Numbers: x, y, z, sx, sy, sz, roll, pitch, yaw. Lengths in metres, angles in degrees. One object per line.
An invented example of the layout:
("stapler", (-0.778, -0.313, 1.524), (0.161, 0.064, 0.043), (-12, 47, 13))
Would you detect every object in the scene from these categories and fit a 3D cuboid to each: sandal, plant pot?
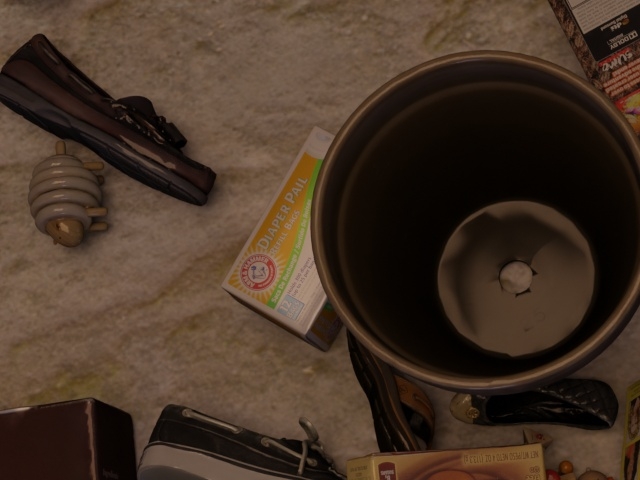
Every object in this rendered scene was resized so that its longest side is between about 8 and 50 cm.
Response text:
("sandal", (0.084, 0.173, 1.843), (0.060, 0.090, 0.219), (-15, 65, -13))
("plant pot", (0.175, 0.008, 1.746), (0.323, 0.280, 0.323), (-3, 76, 12))

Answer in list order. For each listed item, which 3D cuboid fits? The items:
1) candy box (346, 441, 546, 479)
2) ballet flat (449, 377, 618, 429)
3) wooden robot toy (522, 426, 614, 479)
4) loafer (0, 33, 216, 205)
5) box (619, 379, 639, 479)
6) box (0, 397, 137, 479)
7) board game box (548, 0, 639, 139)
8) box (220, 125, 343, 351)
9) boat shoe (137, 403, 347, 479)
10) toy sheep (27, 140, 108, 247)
("candy box", (0.135, 0.361, 1.717), (0.182, 0.087, 0.316), (-2, 80, -18))
("ballet flat", (0.217, 0.169, 1.811), (0.173, 0.057, 0.049), (-3, 34, 11))
("wooden robot toy", (0.262, 0.261, 1.777), (0.079, 0.076, 0.173), (-17, 73, -2))
("loafer", (-0.235, -0.142, 1.976), (0.302, 0.109, 0.095), (28, 80, 21))
("box", (0.338, 0.252, 1.724), (0.087, 0.058, 0.232), (16, 64, -11))
("box", (-0.288, 0.370, 1.843), (0.191, 0.143, 0.381), (-9, 76, 11))
("board game box", (0.398, -0.173, 1.783), (0.232, 0.141, 0.291), (-28, 65, 13))
("box", (0.000, 0.000, 1.883), (0.114, 0.103, 0.203), (28, 84, 18))
("boat shoe", (-0.030, 0.246, 1.828), (0.306, 0.113, 0.105), (14, 56, 8))
("toy sheep", (-0.283, -0.052, 1.976), (0.091, 0.091, 0.132), (-14, 60, 10))
